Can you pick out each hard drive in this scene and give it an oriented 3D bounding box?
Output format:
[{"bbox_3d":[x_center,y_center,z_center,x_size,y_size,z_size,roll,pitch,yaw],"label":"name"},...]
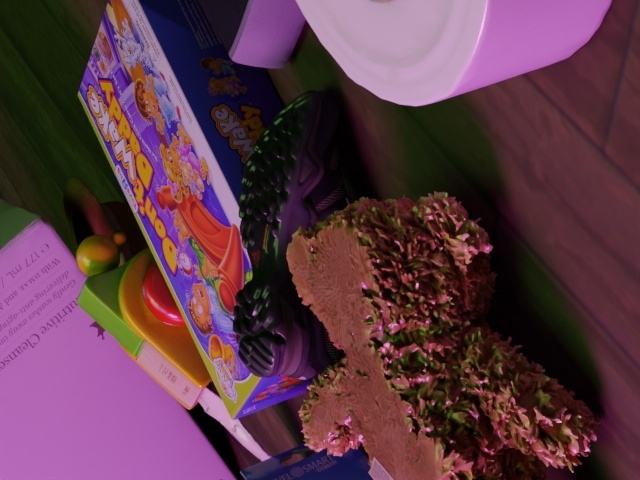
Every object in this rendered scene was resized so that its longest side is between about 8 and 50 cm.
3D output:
[{"bbox_3d":[-0.057,-0.257,1.429,0.172,0.054,0.254,60,154,22],"label":"hard drive"}]

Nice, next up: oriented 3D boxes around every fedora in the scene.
[{"bbox_3d":[-0.194,0.012,1.901,0.194,0.079,0.194,55,159,33],"label":"fedora"}]

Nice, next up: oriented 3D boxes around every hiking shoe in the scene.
[{"bbox_3d":[0.000,0.000,1.460,0.086,0.114,0.226,-8,72,58],"label":"hiking shoe"}]

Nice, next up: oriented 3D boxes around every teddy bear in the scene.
[{"bbox_3d":[0.090,0.131,1.323,0.245,0.113,0.338,-46,65,50],"label":"teddy bear"}]

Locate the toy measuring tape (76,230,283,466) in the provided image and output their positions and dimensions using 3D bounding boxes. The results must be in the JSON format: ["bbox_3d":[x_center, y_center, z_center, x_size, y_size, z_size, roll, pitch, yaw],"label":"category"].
[{"bbox_3d":[-0.092,0.102,1.760,0.330,0.121,0.121,42,152,5],"label":"toy measuring tape"}]

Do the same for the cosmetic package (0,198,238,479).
[{"bbox_3d":[-0.270,0.173,1.875,0.385,0.217,0.156,54,163,-25],"label":"cosmetic package"}]

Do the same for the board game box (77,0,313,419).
[{"bbox_3d":[-0.090,-0.046,1.633,0.347,0.078,0.233,63,155,16],"label":"board game box"}]

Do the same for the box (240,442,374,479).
[{"bbox_3d":[0.020,0.243,1.577,0.178,0.109,0.042,48,150,41],"label":"box"}]

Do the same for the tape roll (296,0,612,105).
[{"bbox_3d":[0.061,-0.229,1.142,0.286,0.100,0.286,47,148,43],"label":"tape roll"}]
